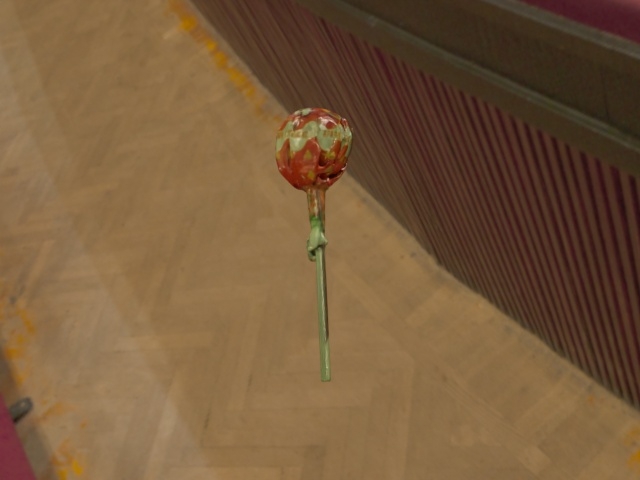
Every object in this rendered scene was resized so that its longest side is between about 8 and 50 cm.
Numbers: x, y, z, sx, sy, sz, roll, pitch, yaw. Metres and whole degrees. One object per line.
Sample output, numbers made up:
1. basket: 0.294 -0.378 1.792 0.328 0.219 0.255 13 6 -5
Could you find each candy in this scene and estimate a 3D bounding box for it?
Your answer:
1. candy: 0.001 0.000 0.760 0.084 0.078 0.288 -6 79 9
